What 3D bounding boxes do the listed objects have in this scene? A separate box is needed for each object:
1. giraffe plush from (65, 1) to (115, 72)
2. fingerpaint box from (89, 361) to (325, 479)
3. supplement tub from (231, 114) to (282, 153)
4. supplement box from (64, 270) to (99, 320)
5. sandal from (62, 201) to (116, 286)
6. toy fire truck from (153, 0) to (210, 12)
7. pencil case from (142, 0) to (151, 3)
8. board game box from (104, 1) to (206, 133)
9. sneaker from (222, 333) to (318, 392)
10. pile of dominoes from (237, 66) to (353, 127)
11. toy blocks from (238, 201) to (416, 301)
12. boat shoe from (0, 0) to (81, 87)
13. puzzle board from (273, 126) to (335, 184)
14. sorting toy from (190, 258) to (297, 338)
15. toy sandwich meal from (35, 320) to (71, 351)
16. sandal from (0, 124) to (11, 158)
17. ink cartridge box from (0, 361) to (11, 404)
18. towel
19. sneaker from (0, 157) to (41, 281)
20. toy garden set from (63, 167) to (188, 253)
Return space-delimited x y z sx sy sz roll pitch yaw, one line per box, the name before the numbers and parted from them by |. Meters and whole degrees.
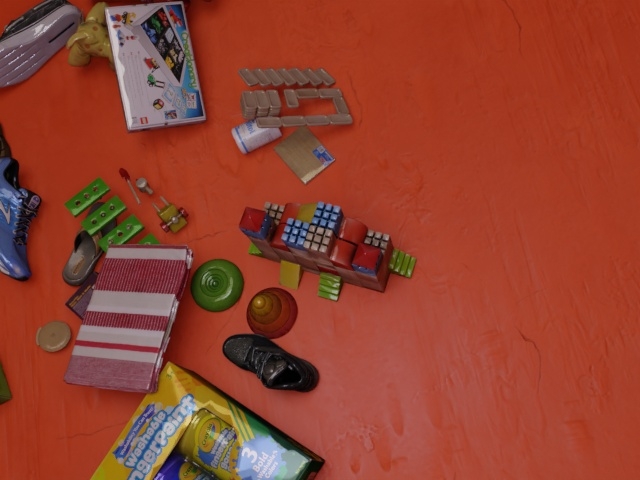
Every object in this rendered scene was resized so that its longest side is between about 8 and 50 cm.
giraffe plush | -0.535 -0.500 1.937 0.171 0.210 0.181 30 84 -10
fingerpaint box | -0.270 0.538 1.539 0.371 0.163 0.444 30 80 19
supplement tub | -0.155 -0.261 1.824 0.107 0.071 0.071 -27 69 2
supplement box | -0.480 0.172 1.742 0.188 0.081 0.104 38 83 19
sandal | -0.565 0.003 1.821 0.090 0.060 0.219 19 71 16
toy fire truck | -0.407 -0.735 1.937 0.169 0.302 0.253 -51 29 34
pencil case | -0.547 -0.690 2.032 0.210 0.095 0.098 4 94 14
board game box | -0.406 -0.427 1.855 0.193 0.053 0.305 -10 87 -18
sneaker | -0.122 0.257 1.619 0.228 0.130 0.087 24 85 19
pile of dominoes | -0.067 -0.337 1.815 0.251 0.040 0.195 -5 56 -18
toy blocks | 0.000 0.000 1.608 0.382 0.261 0.190 16 76 15
boat shoe | -0.795 -0.533 2.025 0.335 0.121 0.119 -38 61 -14
puzzle board | -0.039 -0.207 1.816 0.096 0.011 0.128 -39 70 -4
sorting toy | -0.229 0.098 1.694 0.366 0.126 0.127 25 79 17
toy sandwich meal | -0.630 0.229 1.782 0.086 0.029 0.085 -1 64 2
sandal | -0.856 -0.253 1.962 0.049 0.072 0.180 -33 67 16
ink cartridge box | -0.866 0.296 1.769 0.189 0.097 0.255 -28 70 1
towel | -0.414 0.162 1.635 0.237 0.037 0.328 1 65 26
sneaker | -0.758 -0.060 1.842 0.147 0.130 0.329 -18 79 -3
toy garden set | -0.454 -0.060 1.802 0.204 0.049 0.244 -41 73 -12
